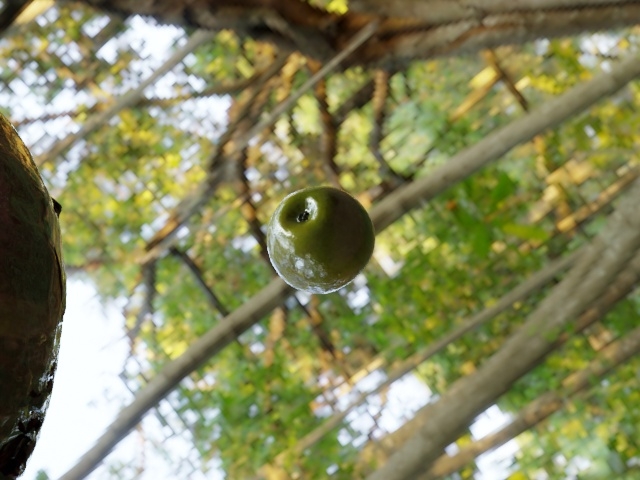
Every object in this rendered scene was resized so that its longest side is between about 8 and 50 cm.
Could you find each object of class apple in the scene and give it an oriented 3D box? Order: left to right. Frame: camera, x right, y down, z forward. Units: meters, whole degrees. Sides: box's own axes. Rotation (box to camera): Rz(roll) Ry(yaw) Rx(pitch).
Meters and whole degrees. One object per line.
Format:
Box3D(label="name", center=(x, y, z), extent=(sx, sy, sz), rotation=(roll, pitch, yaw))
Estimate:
Box3D(label="apple", center=(0.000, 0.000, 1.207), extent=(0.074, 0.090, 0.089), rotation=(54, -164, -47))

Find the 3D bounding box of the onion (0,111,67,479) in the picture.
Box3D(label="onion", center=(-0.341, 0.028, 0.811), extent=(0.385, 0.348, 0.347), rotation=(23, -143, -42))
